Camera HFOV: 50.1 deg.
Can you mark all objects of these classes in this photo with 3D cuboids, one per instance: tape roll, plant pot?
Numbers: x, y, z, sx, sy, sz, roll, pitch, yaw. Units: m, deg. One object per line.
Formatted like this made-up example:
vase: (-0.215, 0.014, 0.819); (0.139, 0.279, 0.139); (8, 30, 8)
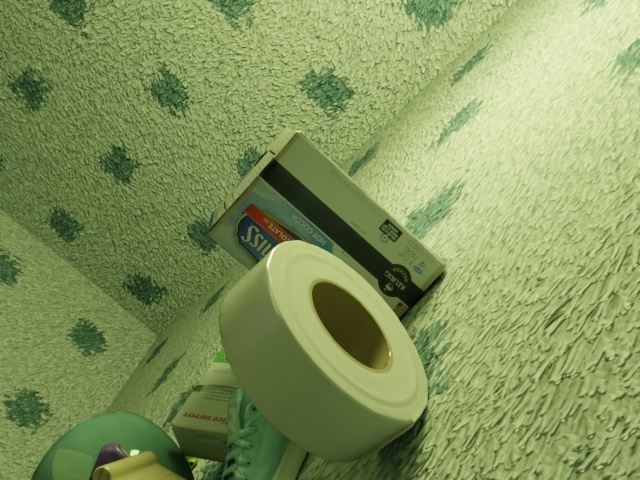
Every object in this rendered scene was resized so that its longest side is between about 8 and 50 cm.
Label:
tape roll: (0.009, 0.138, 0.890); (0.100, 0.286, 0.286); (-43, 12, 21)
plant pot: (-0.324, 0.461, 1.172); (0.196, 0.290, 0.290); (6, 50, 44)

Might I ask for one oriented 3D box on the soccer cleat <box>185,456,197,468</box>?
soccer cleat: (-0.334, 0.515, 1.503); (0.179, 0.060, 0.072); (-41, 2, 3)

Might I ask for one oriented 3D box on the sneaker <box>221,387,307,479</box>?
sneaker: (-0.106, 0.312, 1.068); (0.135, 0.150, 0.365); (-36, 16, 50)

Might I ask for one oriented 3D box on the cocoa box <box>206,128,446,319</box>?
cocoa box: (0.000, 0.000, 1.217); (0.228, 0.347, 0.231); (-48, 12, 2)

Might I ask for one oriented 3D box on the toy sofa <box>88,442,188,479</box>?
toy sofa: (-0.330, 0.478, 0.954); (0.362, 0.177, 0.150); (-65, -14, -3)

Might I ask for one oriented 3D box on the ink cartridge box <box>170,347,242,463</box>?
ink cartridge box: (-0.152, 0.299, 1.247); (0.153, 0.086, 0.208); (3, 32, 22)
